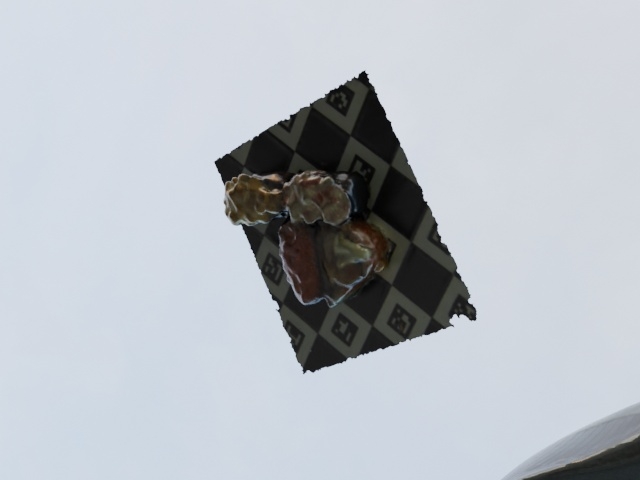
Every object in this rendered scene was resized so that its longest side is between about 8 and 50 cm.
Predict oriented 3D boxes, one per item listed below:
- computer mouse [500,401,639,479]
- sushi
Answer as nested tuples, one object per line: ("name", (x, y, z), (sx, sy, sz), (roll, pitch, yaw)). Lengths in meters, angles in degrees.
("computer mouse", (0.273, 0.174, 0.827), (0.379, 0.090, 0.167), (-26, -72, 22))
("sushi", (0.000, 0.000, 0.561), (0.120, 0.026, 0.126), (-26, -93, 42))
